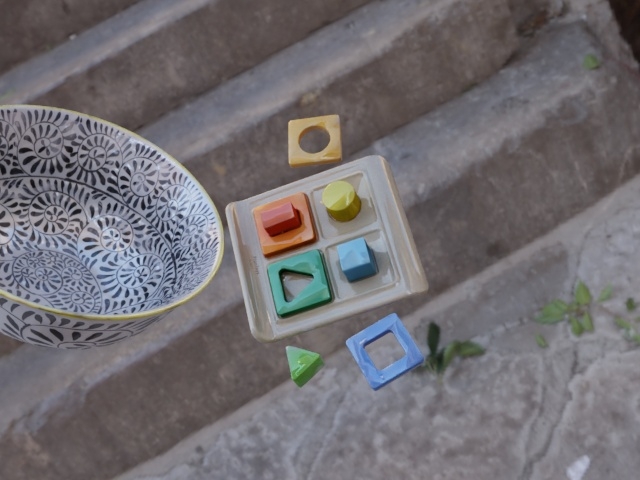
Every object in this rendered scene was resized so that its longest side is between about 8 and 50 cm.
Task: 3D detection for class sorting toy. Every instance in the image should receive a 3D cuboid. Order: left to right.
[{"bbox_3d":[0.000,0.000,0.965,0.196,0.047,0.347,-17,62,4],"label":"sorting toy"}]

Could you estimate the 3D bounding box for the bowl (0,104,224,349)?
[{"bbox_3d":[-0.147,0.006,0.497,0.170,0.170,0.080,-85,21,-54],"label":"bowl"}]
